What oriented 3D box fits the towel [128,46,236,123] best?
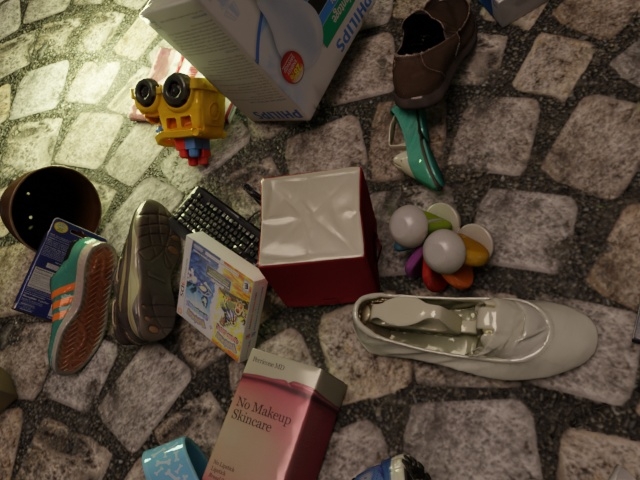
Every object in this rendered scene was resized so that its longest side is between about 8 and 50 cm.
[{"bbox_3d":[-0.340,-0.413,1.548,0.329,0.037,0.237,8,69,27],"label":"towel"}]

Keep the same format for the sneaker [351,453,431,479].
[{"bbox_3d":[0.110,0.495,0.852,0.147,0.130,0.330,-26,53,27],"label":"sneaker"}]

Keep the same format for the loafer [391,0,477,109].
[{"bbox_3d":[0.237,-0.422,1.204,0.134,0.130,0.366,2,49,24],"label":"loafer"}]

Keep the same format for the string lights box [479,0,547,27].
[{"bbox_3d":[0.390,-0.603,1.294,0.133,0.077,0.260,-29,57,8],"label":"string lights box"}]

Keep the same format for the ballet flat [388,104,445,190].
[{"bbox_3d":[0.184,-0.184,1.176,0.087,0.083,0.247,-22,53,22],"label":"ballet flat"}]

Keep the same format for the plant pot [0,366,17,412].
[{"bbox_3d":[-0.750,0.339,1.313,0.109,0.096,0.109,-42,56,-1],"label":"plant pot"}]

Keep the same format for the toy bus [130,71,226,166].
[{"bbox_3d":[-0.335,-0.284,1.415,0.220,0.149,0.211,2,97,27],"label":"toy bus"}]

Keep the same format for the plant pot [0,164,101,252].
[{"bbox_3d":[-0.699,-0.079,1.455,0.230,0.215,0.215,8,68,42],"label":"plant pot"}]

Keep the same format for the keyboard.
[{"bbox_3d":[-0.174,-0.032,1.268,0.317,0.033,0.201,35,77,28],"label":"keyboard"}]

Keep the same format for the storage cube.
[{"bbox_3d":[0.000,0.000,1.077,0.215,0.193,0.184,-5,63,10],"label":"storage cube"}]

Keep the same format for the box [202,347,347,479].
[{"bbox_3d":[-0.073,0.323,1.001,0.148,0.127,0.232,10,70,28],"label":"box"}]

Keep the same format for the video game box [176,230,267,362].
[{"bbox_3d":[-0.198,0.108,1.153,0.205,0.048,0.187,30,121,33],"label":"video game box"}]

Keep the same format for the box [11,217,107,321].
[{"bbox_3d":[-0.596,0.075,1.356,0.036,0.136,0.225,-11,58,51],"label":"box"}]

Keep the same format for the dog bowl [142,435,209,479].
[{"bbox_3d":[-0.196,0.458,0.974,0.074,0.166,0.297,-32,55,-8],"label":"dog bowl"}]

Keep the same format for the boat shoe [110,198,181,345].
[{"bbox_3d":[-0.397,0.063,1.275,0.130,0.132,0.355,-24,49,23],"label":"boat shoe"}]

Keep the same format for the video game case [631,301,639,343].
[{"bbox_3d":[0.611,0.051,0.896,0.196,0.026,0.274,13,72,29],"label":"video game case"}]

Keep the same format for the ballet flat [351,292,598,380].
[{"bbox_3d":[0.232,0.143,0.955,0.400,0.139,0.139,1,65,24],"label":"ballet flat"}]

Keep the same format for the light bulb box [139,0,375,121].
[{"bbox_3d":[-0.120,-0.506,1.277,0.225,0.361,0.358,12,69,45],"label":"light bulb box"}]

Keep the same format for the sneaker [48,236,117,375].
[{"bbox_3d":[-0.543,0.141,1.304,0.121,0.108,0.302,12,84,36],"label":"sneaker"}]

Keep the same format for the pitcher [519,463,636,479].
[{"bbox_3d":[0.330,0.411,0.792,0.207,0.125,0.178,-13,75,5],"label":"pitcher"}]

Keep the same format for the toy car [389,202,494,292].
[{"bbox_3d":[0.203,0.018,1.040,0.182,0.159,0.136,39,121,33],"label":"toy car"}]
